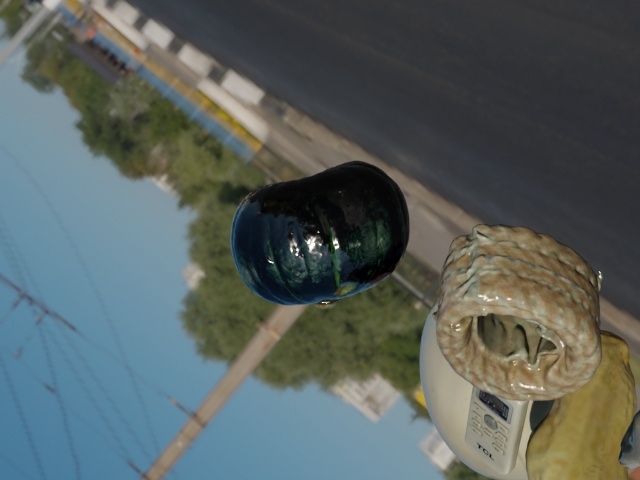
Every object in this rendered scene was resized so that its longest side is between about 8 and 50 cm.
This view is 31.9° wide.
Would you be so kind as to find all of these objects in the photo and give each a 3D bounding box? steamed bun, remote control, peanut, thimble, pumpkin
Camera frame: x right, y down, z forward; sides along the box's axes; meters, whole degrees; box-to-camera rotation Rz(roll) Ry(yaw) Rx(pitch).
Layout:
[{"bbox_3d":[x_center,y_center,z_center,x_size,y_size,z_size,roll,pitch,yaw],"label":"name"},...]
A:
[{"bbox_3d":[0.321,0.224,1.889,0.334,0.334,0.374,40,-155,-35],"label":"steamed bun"},{"bbox_3d":[0.248,0.258,1.595,0.087,0.029,0.190,39,148,31],"label":"remote control"},{"bbox_3d":[0.362,0.279,1.573,0.147,0.319,0.147,9,165,2],"label":"peanut"},{"bbox_3d":[0.253,0.094,1.443,0.229,0.196,0.148,29,-136,-20],"label":"thimble"},{"bbox_3d":[0.000,0.000,1.905,0.315,0.315,0.238,-138,33,-78],"label":"pumpkin"}]

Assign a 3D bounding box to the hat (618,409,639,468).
[{"bbox_3d":[0.424,0.173,1.117,0.219,0.226,0.164,13,150,41],"label":"hat"}]
